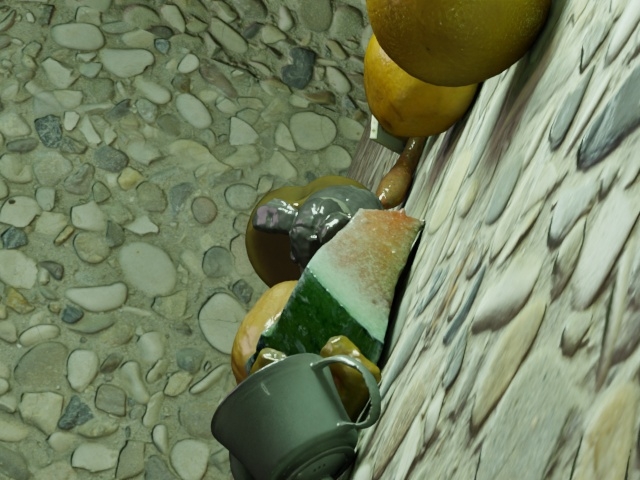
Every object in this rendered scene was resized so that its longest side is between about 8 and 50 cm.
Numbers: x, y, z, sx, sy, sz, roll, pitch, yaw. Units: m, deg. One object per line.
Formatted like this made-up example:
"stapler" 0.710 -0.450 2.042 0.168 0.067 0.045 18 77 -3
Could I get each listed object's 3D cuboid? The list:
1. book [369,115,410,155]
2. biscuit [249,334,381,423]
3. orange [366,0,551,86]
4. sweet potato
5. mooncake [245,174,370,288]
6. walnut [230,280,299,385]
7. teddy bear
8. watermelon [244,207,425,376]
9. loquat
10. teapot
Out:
"book" 0.137 -0.301 2.267 0.208 0.020 0.295 17 -102 -68
"biscuit" -0.008 0.176 1.680 0.039 0.174 0.183 -16 -34 -42
"orange" 0.159 -0.289 1.517 0.236 0.236 0.236 -157 90 -87
"sweet potato" 0.142 -0.125 2.244 0.214 0.050 0.050 -61 -1 -38
"mooncake" -0.002 0.007 2.246 0.117 0.235 0.235 -80 12 -61
"walnut" -0.050 0.171 2.136 0.193 0.193 0.225 116 176 -49
"teddy bear" -0.006 -0.005 1.988 0.251 0.171 0.144 -18 -60 -64
"watermelon" 0.008 0.108 1.805 0.302 0.151 0.264 -70 5 -45
"loquat" 0.149 -0.246 1.905 0.187 0.176 0.234 -48 -7 -40
"teapot" -0.019 0.233 1.551 0.239 0.149 0.162 -47 -32 21
